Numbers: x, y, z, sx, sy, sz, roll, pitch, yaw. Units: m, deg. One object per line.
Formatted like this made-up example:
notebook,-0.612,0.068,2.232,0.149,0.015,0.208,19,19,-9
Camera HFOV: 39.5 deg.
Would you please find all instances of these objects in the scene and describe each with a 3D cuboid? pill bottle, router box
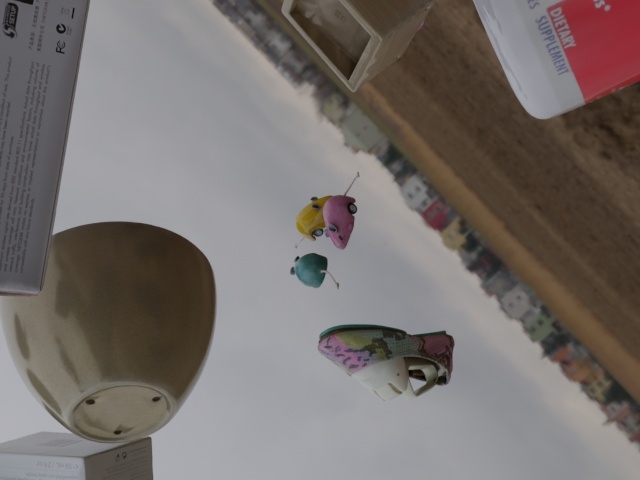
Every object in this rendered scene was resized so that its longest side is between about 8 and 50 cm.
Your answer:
pill bottle,0.339,-0.289,0.797,0.229,0.407,0.229,53,-157,-34
router box,-0.245,-0.154,0.654,0.082,0.336,0.301,8,-174,-28

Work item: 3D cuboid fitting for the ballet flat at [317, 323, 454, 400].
ballet flat,0.085,0.136,0.982,0.221,0.076,0.079,11,-119,-51

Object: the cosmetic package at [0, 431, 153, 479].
cosmetic package,-0.352,0.391,1.227,0.138,0.224,0.225,-3,-92,-60

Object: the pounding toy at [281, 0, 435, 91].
pounding toy,0.035,-0.243,0.829,0.141,0.100,0.130,49,161,4

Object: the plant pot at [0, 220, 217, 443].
plant pot,-0.262,0.143,1.136,0.284,0.284,0.191,40,-156,-43

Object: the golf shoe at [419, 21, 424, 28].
golf shoe,0.027,-0.327,1.092,0.306,0.140,0.115,32,-157,-55

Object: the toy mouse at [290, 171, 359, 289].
toy mouse,0.000,0.000,0.990,0.031,0.161,0.143,20,-142,-22
